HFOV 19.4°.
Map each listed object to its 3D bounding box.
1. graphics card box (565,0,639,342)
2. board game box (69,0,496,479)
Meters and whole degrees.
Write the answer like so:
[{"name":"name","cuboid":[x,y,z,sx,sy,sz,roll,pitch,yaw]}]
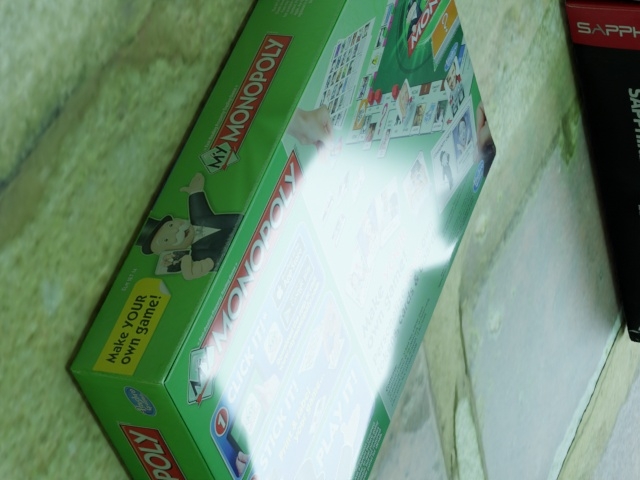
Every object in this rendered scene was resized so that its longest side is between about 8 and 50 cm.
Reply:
[{"name":"graphics card box","cuboid":[0.281,-0.116,1.426,0.371,0.094,0.232,72,33,-44]},{"name":"board game box","cuboid":[0.000,0.000,0.881,0.213,0.046,0.317,68,37,-46]}]
